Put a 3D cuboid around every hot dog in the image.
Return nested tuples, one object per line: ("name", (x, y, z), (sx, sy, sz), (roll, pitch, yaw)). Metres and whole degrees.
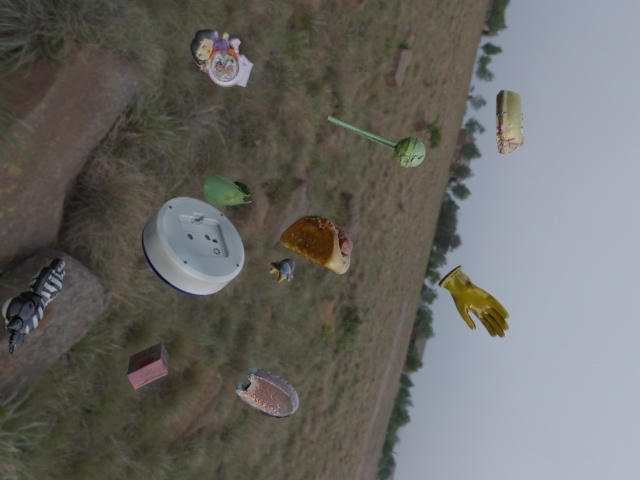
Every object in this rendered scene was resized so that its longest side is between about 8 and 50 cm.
("hot dog", (0.000, 0.000, 1.655), (0.153, 0.257, 0.150), (-60, 146, -6))

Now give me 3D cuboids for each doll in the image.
("doll", (-0.584, 0.123, 0.992), (0.219, 0.067, 0.091), (-87, -162, -50))
("doll", (-0.149, 0.117, 1.893), (0.089, 0.102, 0.179), (-46, 173, 22))

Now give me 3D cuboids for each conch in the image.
("conch", (-0.372, -0.205, 2.019), (0.143, 0.251, 0.137), (52, 48, -59))

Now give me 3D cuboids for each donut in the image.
("donut", (0.475, -0.285, 1.221), (0.108, 0.065, 0.165), (-68, 148, -44))

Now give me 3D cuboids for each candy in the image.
("candy", (0.173, -0.327, 1.553), (0.093, 0.336, 0.092), (106, 10, -63))

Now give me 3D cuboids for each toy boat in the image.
("toy boat", (-0.177, 0.521, 1.691), (0.155, 0.228, 0.085), (-54, -173, 23))

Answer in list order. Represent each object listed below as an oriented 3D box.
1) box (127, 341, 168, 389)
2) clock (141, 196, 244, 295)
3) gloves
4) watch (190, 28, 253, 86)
("box", (-0.531, 0.384, 1.509), (0.059, 0.112, 0.156), (70, -13, -17))
("clock", (-0.286, 0.010, 1.121), (0.083, 0.230, 0.230), (-39, -172, 30))
("gloves", (0.583, 0.237, 1.815), (0.116, 0.294, 0.133), (-30, 156, -24))
("watch", (-0.398, -0.740, 1.987), (0.231, 0.244, 0.195), (-93, -155, -71))
